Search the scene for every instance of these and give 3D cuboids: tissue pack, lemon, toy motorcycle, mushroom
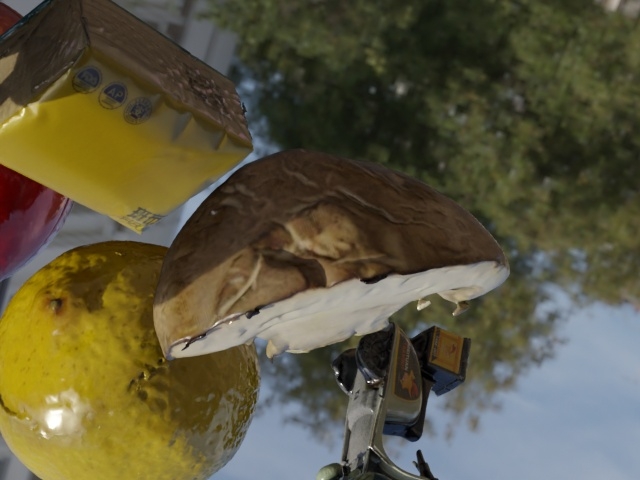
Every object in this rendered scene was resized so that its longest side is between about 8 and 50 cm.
[{"bbox_3d":[-0.226,-0.132,1.511,0.271,0.192,0.134,29,-148,-46],"label":"tissue pack"},{"bbox_3d":[-0.194,0.134,1.426,0.293,0.293,0.293,17,-164,-5],"label":"lemon"},{"bbox_3d":[0.082,0.210,1.590,0.157,0.091,0.263,22,-122,-18],"label":"toy motorcycle"},{"bbox_3d":[0.000,0.000,1.131,0.285,0.151,0.156,-12,159,-10],"label":"mushroom"}]

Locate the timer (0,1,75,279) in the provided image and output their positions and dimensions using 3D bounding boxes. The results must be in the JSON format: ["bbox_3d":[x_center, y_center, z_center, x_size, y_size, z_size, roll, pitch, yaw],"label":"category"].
[{"bbox_3d":[-0.469,-0.118,1.683,0.378,0.378,0.279,20,-175,5],"label":"timer"}]

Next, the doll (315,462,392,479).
[{"bbox_3d":[0.020,0.190,1.007,0.083,0.050,0.076,-15,-158,46],"label":"doll"}]
